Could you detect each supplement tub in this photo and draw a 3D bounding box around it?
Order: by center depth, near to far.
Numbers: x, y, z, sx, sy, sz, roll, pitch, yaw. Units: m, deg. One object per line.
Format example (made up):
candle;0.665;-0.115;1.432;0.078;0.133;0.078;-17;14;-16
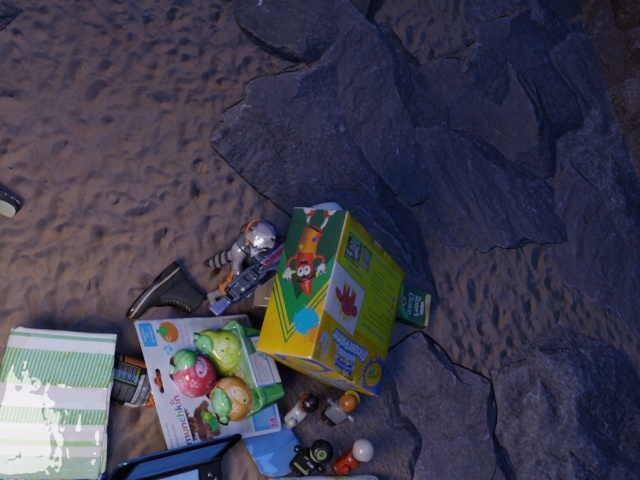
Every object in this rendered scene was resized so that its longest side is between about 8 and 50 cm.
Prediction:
supplement tub;-0.481;0.330;1.807;0.190;0.117;0.117;23;60;-18

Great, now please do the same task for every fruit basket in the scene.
fruit basket;-0.260;0.330;1.853;0.353;0.165;0.327;8;55;-50

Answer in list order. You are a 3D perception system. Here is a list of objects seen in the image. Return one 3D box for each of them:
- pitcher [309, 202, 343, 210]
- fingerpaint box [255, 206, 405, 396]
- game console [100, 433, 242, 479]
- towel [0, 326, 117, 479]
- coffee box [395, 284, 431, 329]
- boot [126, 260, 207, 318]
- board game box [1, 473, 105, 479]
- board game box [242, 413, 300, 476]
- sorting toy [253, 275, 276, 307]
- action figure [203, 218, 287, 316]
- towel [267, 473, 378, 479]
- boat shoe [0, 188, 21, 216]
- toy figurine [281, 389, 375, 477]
pitcher;0.000;0.000;2.225;0.178;0.125;0.207;-7;83;-16
fingerpaint box;0.042;0.172;1.956;0.445;0.163;0.371;41;59;-57
game console;-0.328;0.570;1.705;0.293;0.173;0.250;-6;93;-32
towel;-0.589;0.361;1.677;0.248;0.038;0.325;7;80;-18
coffee box;0.250;0.192;2.315;0.184;0.040;0.113;22;60;-19
boot;-0.393;0.163;1.959;0.137;0.077;0.198;47;56;-9
board game box;-0.596;0.535;1.694;0.210;0.047;0.160;-12;76;-31
board game box;-0.130;0.533;1.961;0.133;0.033;0.168;-22;71;-35
sorting toy;-0.084;0.112;2.132;0.196;0.047;0.347;4;68;3
action figure;-0.211;0.062;1.929;0.178;0.330;0.341;47;50;5
towel;0.057;0.725;1.843;0.320;0.090;0.374;10;26;-28
boat shoe;-0.805;-0.107;1.869;0.133;0.049;0.042;32;29;-5
toy figurine;0.019;0.496;1.951;0.213;0.148;0.209;9;52;-31
